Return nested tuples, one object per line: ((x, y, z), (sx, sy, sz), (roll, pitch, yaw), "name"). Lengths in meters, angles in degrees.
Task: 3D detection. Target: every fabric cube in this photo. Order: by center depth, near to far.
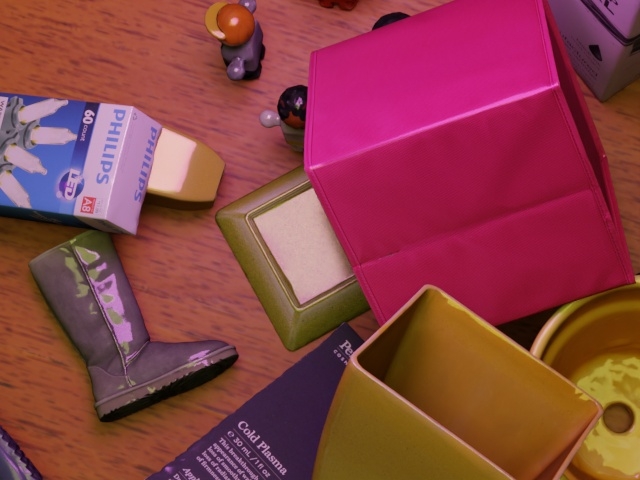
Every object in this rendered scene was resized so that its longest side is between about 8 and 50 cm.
((0.150, -0.078, 1.798), (0.258, 0.254, 0.259), (-19, 121, 12), "fabric cube")

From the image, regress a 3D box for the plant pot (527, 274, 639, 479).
((0.329, 0.180, 1.850), (0.254, 0.239, 0.254), (0, 79, 2), "plant pot")

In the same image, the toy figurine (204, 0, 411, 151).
((-0.002, -0.221, 1.982), (0.209, 0.148, 0.213), (-33, 73, -4), "toy figurine")

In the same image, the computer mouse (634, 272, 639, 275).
((0.422, 0.106, 1.949), (0.106, 0.042, 0.193), (-29, 81, -47), "computer mouse")

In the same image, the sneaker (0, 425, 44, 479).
((-0.340, 0.324, 1.918), (0.131, 0.112, 0.319), (-34, 78, -7), "sneaker")

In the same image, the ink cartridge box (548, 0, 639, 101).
((0.298, -0.351, 1.877), (0.166, 0.395, 0.285), (-36, 79, -5), "ink cartridge box")

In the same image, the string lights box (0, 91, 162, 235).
((-0.319, -0.091, 1.977), (0.259, 0.077, 0.133), (7, 78, 25), "string lights box")

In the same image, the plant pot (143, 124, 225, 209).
((-0.154, -0.076, 2.007), (0.083, 0.081, 0.081), (17, 80, -2), "plant pot")

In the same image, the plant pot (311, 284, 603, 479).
((0.108, 0.202, 1.663), (0.212, 0.212, 0.187), (36, 119, 9), "plant pot")

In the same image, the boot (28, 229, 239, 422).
((-0.212, 0.080, 1.988), (0.189, 0.076, 0.208), (-21, 72, -4), "boot")

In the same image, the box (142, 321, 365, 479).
((0.010, 0.322, 1.808), (0.312, 0.179, 0.343), (-36, 78, -33), "box")

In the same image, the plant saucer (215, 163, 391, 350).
((0.000, 0.000, 2.000), (0.188, 0.045, 0.188), (-29, 79, -3), "plant saucer")
